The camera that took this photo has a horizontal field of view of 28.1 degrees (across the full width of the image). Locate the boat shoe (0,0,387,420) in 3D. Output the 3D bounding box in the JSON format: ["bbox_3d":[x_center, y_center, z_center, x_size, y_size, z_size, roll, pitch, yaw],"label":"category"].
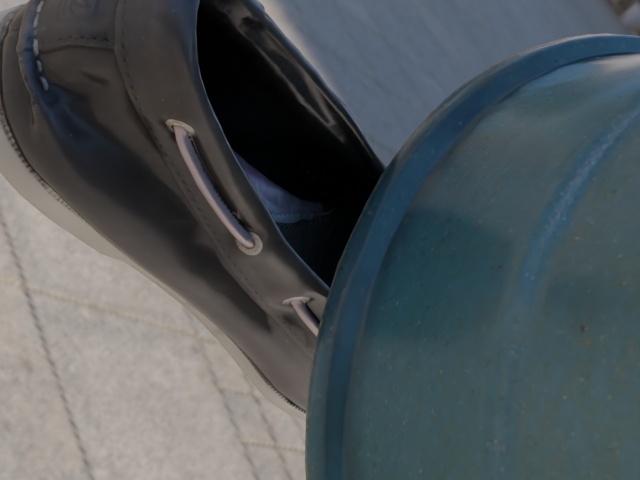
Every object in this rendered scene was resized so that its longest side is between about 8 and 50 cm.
[{"bbox_3d":[0.000,0.000,0.543,0.335,0.095,0.112,38,48,-48],"label":"boat shoe"}]

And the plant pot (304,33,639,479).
[{"bbox_3d":[0.226,0.078,0.421,0.341,0.341,0.334,45,-23,-24],"label":"plant pot"}]
